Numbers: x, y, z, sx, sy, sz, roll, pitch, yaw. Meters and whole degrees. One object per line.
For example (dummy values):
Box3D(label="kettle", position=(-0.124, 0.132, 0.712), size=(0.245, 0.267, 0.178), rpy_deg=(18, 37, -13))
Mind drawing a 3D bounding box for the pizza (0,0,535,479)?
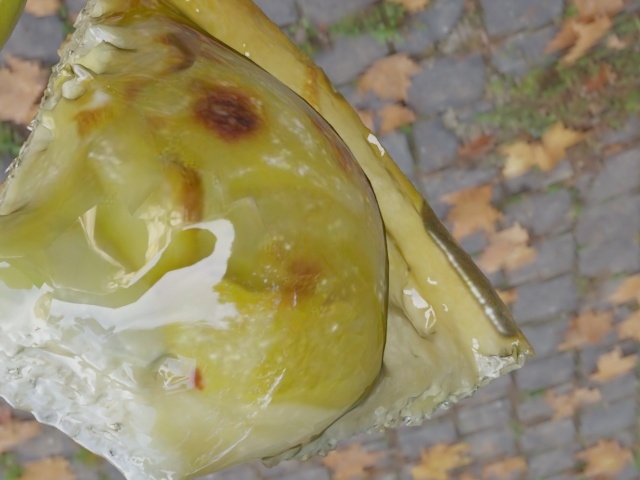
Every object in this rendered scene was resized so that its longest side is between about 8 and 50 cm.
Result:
Box3D(label="pizza", position=(-0.006, 0.001, 0.488), size=(0.204, 0.188, 0.080), rpy_deg=(39, 128, -15))

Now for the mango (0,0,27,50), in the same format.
Box3D(label="mango", position=(-0.251, -0.158, 1.004), size=(0.237, 0.137, 0.091), rpy_deg=(-35, 157, 35))
